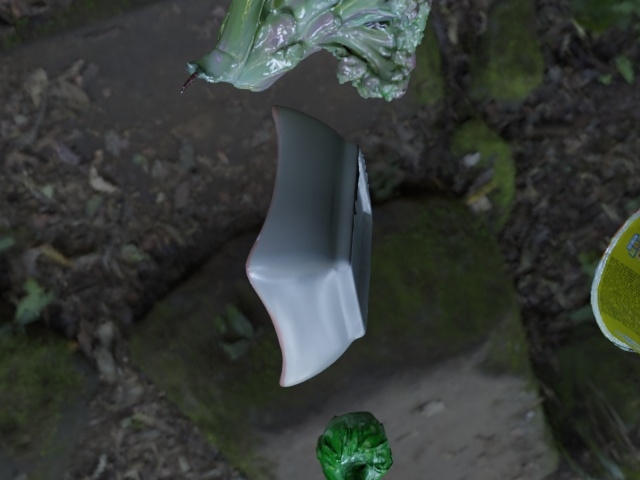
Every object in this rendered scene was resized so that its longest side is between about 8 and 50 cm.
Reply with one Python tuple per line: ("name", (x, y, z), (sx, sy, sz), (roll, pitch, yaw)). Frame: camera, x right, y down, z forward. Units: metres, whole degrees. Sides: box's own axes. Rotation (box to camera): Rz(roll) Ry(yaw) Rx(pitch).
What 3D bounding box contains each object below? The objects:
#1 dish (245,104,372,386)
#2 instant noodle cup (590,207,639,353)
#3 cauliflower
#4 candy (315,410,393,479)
("dish", (0.000, 0.000, 0.941), (0.077, 0.212, 0.151), (-5, 133, 10))
("instant noodle cup", (0.398, 0.063, 1.148), (0.204, 0.153, 0.205), (-8, 118, -16))
("cauliflower", (-0.022, -0.247, 1.196), (0.315, 0.256, 0.239), (-45, 148, -5))
("candy", (0.038, 0.293, 1.227), (0.097, 0.323, 0.097), (0, 114, 1))
